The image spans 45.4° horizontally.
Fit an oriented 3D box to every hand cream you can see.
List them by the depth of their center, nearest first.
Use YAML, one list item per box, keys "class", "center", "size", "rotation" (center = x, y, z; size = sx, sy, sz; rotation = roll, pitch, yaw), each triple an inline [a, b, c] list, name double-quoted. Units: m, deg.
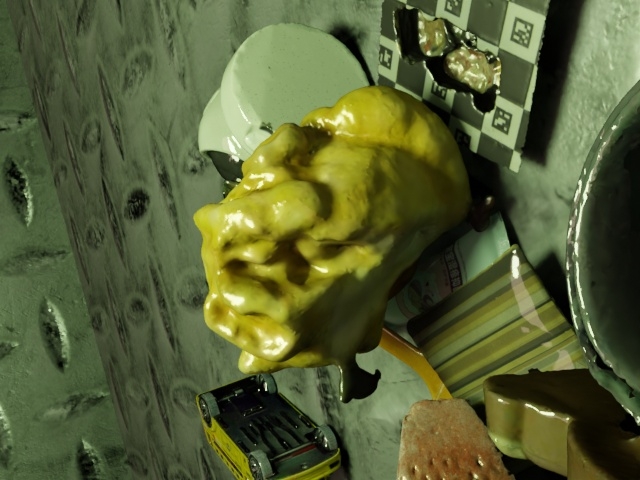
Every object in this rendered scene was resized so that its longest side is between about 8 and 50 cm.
- class: "hand cream"
  center: [0.125, 0.063, 0.931]
  size: [0.331, 0.058, 0.085]
  rotation: [-34, 59, 54]

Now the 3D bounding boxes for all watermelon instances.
- class: "watermelon"
  center: [0.150, 0.282, 0.845]
  size: [0.318, 0.148, 0.226]
  rotation: [17, -110, -82]

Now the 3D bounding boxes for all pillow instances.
- class: "pillow"
  center: [0.202, 0.136, 0.803]
  size: [0.212, 0.052, 0.208]
  rotation: [58, 142, 11]

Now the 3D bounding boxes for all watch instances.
- class: "watch"
  center: [0.276, 0.035, 0.469]
  size: [0.335, 0.314, 0.327]
  rotation: [-152, 65, -66]

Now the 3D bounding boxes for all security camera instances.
- class: "security camera"
  center: [-0.059, -0.150, 1.016]
  size: [0.236, 0.194, 0.195]
  rotation: [-37, 70, 62]

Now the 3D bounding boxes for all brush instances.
- class: "brush"
  center: [0.102, 0.137, 0.949]
  size: [0.272, 0.013, 0.103]
  rotation: [33, 133, 23]

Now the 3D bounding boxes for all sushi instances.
- class: "sushi"
  center: [0.148, -0.198, 0.768]
  size: [0.215, 0.050, 0.192]
  rotation: [36, 136, 42]

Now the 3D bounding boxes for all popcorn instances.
- class: "popcorn"
  center: [0.000, 0.000, 0.829]
  size: [0.281, 0.316, 0.297]
  rotation: [32, 154, 23]

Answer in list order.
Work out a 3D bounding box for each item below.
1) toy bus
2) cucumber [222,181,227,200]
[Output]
- class: "toy bus"
  center: [-0.093, 0.360, 1.345]
  size: [0.331, 0.145, 0.151]
  rotation: [28, 127, 56]
- class: "cucumber"
  center: [-0.104, 0.022, 1.282]
  size: [0.077, 0.077, 0.265]
  rotation: [2, 106, 60]
